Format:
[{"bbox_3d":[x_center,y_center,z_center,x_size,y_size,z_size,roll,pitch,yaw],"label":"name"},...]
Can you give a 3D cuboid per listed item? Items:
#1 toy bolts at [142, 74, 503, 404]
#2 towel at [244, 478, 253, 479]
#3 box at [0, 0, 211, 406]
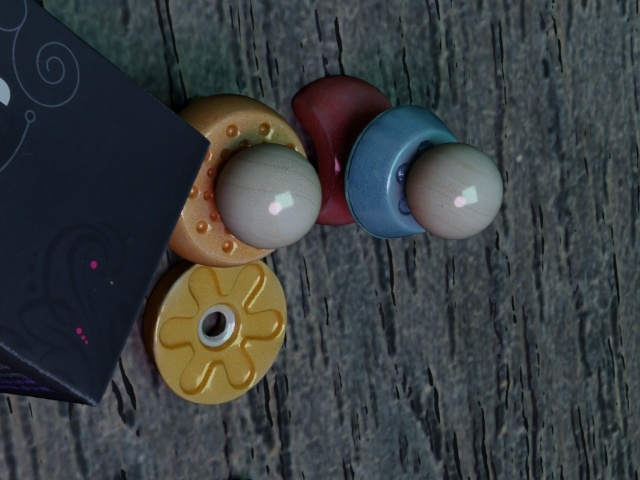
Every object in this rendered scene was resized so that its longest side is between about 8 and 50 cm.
[{"bbox_3d":[0.000,0.000,1.038,0.228,0.158,0.218,-20,115,-31],"label":"toy bolts"},{"bbox_3d":[-0.162,0.314,1.088,0.329,0.037,0.237,-18,113,-32],"label":"towel"},{"bbox_3d":[-0.213,-0.048,0.852,0.270,0.143,0.165,38,65,-38],"label":"box"}]
